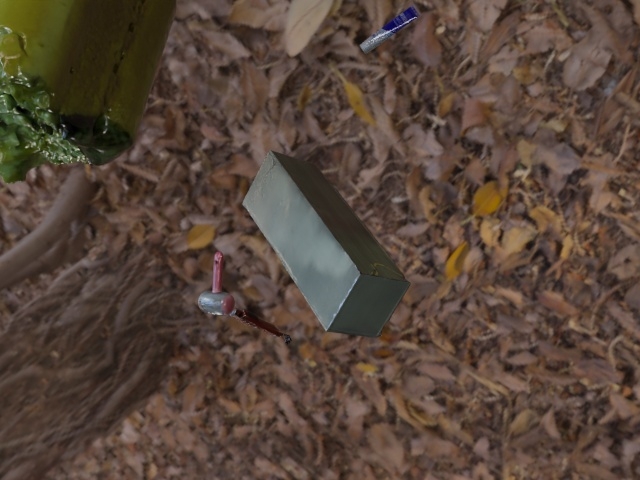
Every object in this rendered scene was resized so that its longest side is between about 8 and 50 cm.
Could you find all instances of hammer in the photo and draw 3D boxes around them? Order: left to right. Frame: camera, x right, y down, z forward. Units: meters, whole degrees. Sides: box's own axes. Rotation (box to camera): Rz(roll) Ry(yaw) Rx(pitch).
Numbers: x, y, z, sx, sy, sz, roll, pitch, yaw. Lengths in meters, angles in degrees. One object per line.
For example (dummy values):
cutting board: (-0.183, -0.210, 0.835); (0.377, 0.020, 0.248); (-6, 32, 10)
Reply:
hammer: (-0.134, 0.056, 1.099); (0.052, 0.031, 0.083); (4, 90, 31)

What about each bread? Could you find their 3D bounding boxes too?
bread: (-0.330, -0.262, 1.077); (0.208, 0.377, 0.251); (-6, 144, 24)

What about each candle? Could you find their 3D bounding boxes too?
candle: (-0.103, 0.156, 1.523); (0.026, 0.021, 0.167); (-35, 138, 21)

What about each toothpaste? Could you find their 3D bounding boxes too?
toothpaste: (0.088, -0.269, 1.073); (0.083, 0.024, 0.015); (-33, 140, 14)

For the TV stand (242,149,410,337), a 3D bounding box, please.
TV stand: (0.000, 0.000, 1.030); (0.088, 0.082, 0.269); (-59, 39, 22)
